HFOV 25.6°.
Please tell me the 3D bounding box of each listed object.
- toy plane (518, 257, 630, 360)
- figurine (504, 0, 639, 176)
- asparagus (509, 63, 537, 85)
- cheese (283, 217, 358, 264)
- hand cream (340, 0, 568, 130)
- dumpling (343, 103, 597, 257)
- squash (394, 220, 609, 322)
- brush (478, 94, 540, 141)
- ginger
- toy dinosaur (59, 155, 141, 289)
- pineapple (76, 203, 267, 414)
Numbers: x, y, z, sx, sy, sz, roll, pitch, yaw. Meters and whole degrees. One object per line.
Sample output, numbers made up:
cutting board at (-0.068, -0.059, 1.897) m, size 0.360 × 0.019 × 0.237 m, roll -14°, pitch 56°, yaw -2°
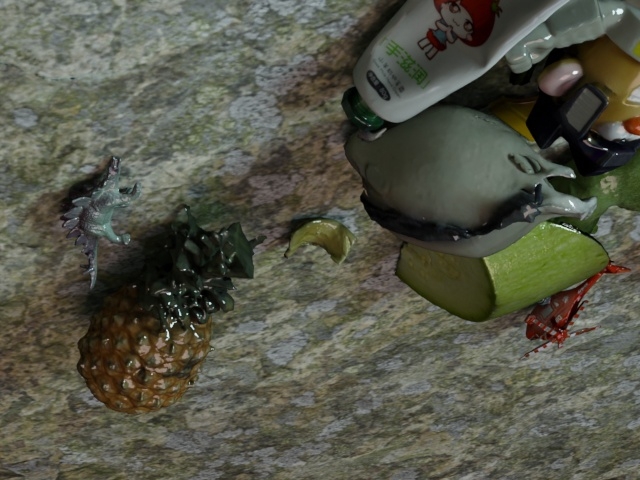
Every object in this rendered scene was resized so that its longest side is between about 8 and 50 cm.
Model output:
toy plane at (0.345, 0.083, 1.977) m, size 0.126 × 0.077 × 0.194 m, roll -6°, pitch 142°, yaw -17°
figurine at (0.325, -0.193, 1.423) m, size 0.308 × 0.143 × 0.308 m, roll 4°, pitch 141°, yaw 3°
asparagus at (0.234, -0.231, 1.448) m, size 0.022 × 0.023 × 0.233 m, roll -49°, pitch 167°, yaw -31°
cheese at (0.001, -0.001, 1.733) m, size 0.084 × 0.041 × 0.060 m, roll 9°, pitch 139°, yaw -6°
hand cream at (0.135, -0.215, 1.363) m, size 0.076 × 0.121 × 0.336 m, roll -26°, pitch 170°, yaw -46°
dumpling at (0.158, -0.046, 1.540) m, size 0.293 × 0.163 × 0.204 m, roll 15°, pitch 156°, yaw 24°
squash at (0.230, 0.017, 1.780) m, size 0.155 × 0.204 × 0.237 m, roll -39°, pitch 167°, yaw -21°
brush at (0.283, -0.171, 1.576) m, size 0.272 × 0.013 × 0.103 m, roll -29°, pitch 146°, yaw 26°
ginger at (0.352, -0.064, 1.710) m, size 0.137 × 0.089 × 0.290 m, roll 8°, pitch 144°, yaw -45°
toy dinosaur at (-0.256, -0.020, 1.602) m, size 0.082 × 0.039 × 0.209 m, roll 1°, pitch 137°, yaw -16°
pineapple at (-0.178, 0.070, 1.696) m, size 0.169 × 0.169 × 0.340 m, roll 5°, pitch 140°, yaw -27°
